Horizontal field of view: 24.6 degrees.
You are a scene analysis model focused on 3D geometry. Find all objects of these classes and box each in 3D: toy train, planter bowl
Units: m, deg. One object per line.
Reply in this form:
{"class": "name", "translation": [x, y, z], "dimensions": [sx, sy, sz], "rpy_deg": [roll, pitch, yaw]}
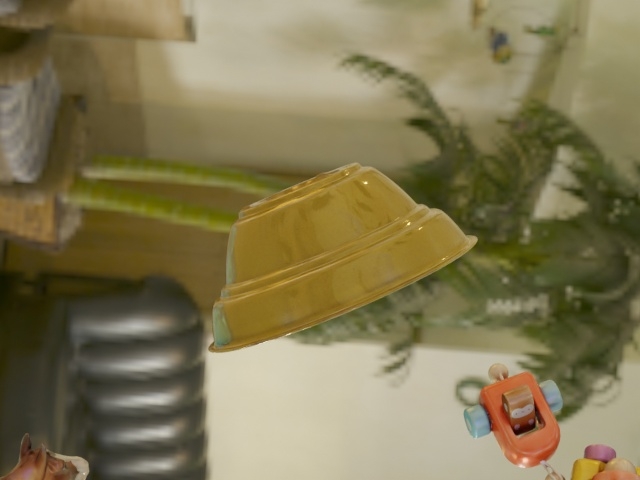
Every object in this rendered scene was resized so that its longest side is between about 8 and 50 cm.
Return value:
{"class": "toy train", "translation": [0.174, 0.104, 0.846], "dimensions": [0.046, 0.166, 0.125], "rpy_deg": [87, -14, -59]}
{"class": "planter bowl", "translation": [0.000, 0.000, 1.093], "dimensions": [0.217, 0.217, 0.090], "rpy_deg": [-79, 147, -86]}

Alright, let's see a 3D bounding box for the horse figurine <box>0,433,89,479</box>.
{"class": "horse figurine", "translation": [-0.205, 0.247, 0.943], "dimensions": [0.066, 0.263, 0.174], "rpy_deg": [51, 11, 32]}
